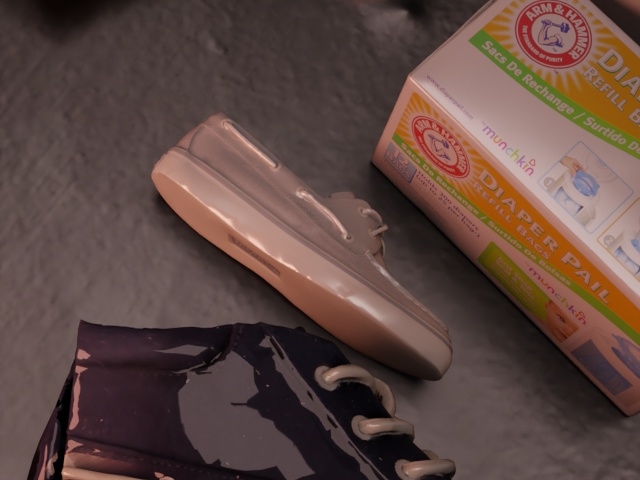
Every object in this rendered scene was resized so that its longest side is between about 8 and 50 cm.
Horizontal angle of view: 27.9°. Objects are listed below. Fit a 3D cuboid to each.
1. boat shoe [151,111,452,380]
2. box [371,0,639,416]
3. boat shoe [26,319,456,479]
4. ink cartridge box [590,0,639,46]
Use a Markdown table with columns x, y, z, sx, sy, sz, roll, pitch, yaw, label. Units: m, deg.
| x | y | z | sx | sy | sz | roll | pitch | yaw | label |
| --- | --- | --- | --- | --- | --- | --- | --- | --- | --- |
| 0.000 | 0.000 | 0.671 | 0.184 | 0.066 | 0.063 | 34 | 71 | 14 | boat shoe |
| 0.138 | -0.025 | 0.667 | 0.103 | 0.114 | 0.203 | -42 | 81 | -18 | box |
| 0.029 | 0.120 | 0.593 | 0.341 | 0.127 | 0.158 | 6 | 79 | -6 | boat shoe |
| 0.214 | -0.165 | 0.716 | 0.128 | 0.127 | 0.176 | 28 | 69 | 2 | ink cartridge box |
